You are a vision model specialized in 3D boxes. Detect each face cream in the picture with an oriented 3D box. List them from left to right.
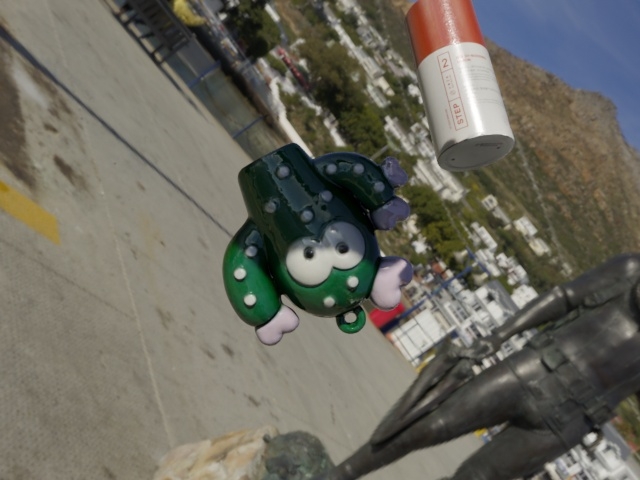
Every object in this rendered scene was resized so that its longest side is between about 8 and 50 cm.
[{"bbox_3d":[0.174,-0.205,0.784,0.096,0.095,0.214,43,35,-66],"label":"face cream"}]

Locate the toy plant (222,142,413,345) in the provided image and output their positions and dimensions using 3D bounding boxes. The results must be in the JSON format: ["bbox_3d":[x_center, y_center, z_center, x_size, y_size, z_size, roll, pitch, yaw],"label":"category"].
[{"bbox_3d":[-0.004,0.003,0.740,0.112,0.232,0.244,-140,-133,-86],"label":"toy plant"}]
